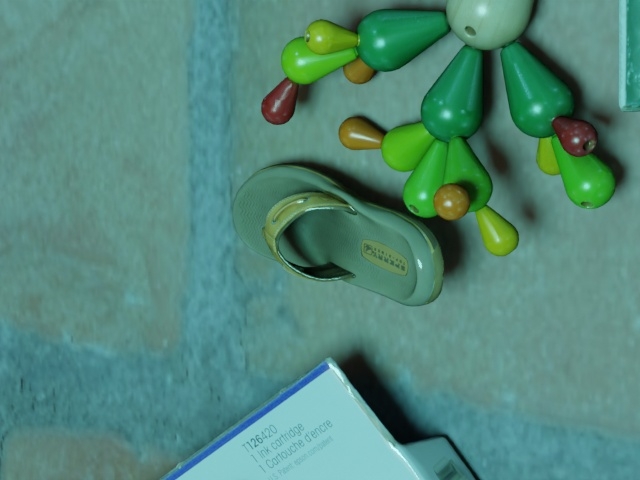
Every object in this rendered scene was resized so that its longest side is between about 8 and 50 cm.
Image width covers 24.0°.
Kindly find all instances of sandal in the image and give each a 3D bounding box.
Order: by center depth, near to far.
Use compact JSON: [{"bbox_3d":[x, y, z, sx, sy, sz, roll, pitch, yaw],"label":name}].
[{"bbox_3d":[0.000,0.000,0.936,0.180,0.049,0.072,23,126,44],"label":"sandal"}]

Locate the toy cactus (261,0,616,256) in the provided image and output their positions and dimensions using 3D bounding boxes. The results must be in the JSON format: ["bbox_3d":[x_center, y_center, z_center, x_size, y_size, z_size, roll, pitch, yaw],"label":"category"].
[{"bbox_3d":[0.077,-0.100,0.877,0.219,0.112,0.180,27,105,27],"label":"toy cactus"}]

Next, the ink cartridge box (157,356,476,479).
[{"bbox_3d":[0.008,0.267,1.026,0.304,0.072,0.307,-38,83,31],"label":"ink cartridge box"}]

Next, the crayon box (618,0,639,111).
[{"bbox_3d":[0.202,-0.234,0.706,0.083,0.203,0.322,3,105,26],"label":"crayon box"}]
